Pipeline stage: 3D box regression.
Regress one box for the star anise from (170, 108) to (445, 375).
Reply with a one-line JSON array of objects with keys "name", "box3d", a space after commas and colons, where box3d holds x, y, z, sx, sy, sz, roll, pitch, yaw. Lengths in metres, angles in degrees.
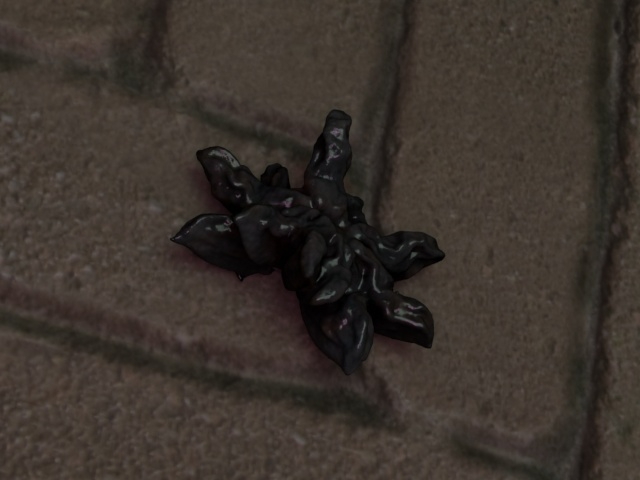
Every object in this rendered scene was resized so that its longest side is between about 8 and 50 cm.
[{"name": "star anise", "box3d": [0.000, 0.004, 1.814, 0.283, 0.129, 0.212, 47, 41, -2]}]
